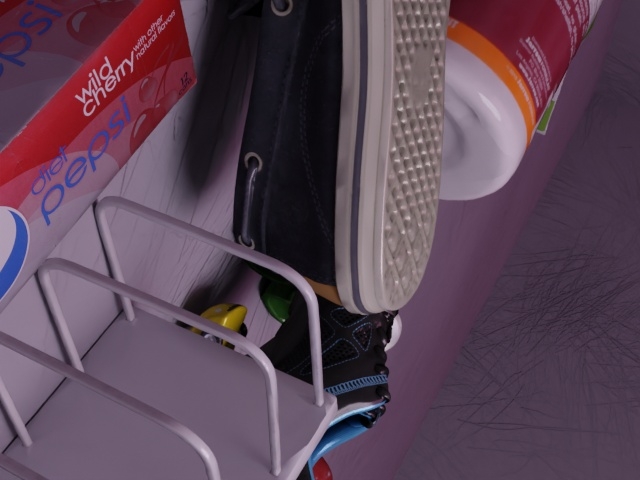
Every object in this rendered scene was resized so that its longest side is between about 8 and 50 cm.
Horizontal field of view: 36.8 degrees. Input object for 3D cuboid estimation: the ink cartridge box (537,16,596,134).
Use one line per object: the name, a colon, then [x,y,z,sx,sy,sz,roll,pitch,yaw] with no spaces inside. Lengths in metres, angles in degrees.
ink cartridge box: [0.258,-0.296,1.261,0.097,0.189,0.255,-49,158,-49]

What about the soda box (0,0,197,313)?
soda box: [-0.170,-0.035,0.459,0.263,0.092,0.083,-57,160,-28]

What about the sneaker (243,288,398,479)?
sneaker: [0.022,0.106,0.902,0.341,0.140,0.125,-52,157,-21]

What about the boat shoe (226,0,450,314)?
boat shoe: [0.012,-0.195,0.716,0.187,0.156,0.500,-19,116,-61]

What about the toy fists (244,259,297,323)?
toy fists: [0.000,0.000,1.024,0.142,0.096,0.279,-61,161,-19]

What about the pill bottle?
pill bottle: [0.165,-0.253,0.963,0.392,0.224,0.224,-59,162,-25]

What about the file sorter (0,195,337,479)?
file sorter: [-0.138,0.131,0.618,0.277,0.193,0.173,-54,156,-36]

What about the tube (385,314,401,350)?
tube: [0.042,0.075,1.202,0.070,0.062,0.240,-29,-164,-2]

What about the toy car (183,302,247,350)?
toy car: [-0.134,0.184,0.930,0.239,0.053,0.225,-60,163,-19]

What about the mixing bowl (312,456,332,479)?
mixing bowl: [-0.043,0.361,1.368,0.181,0.098,0.181,-57,161,-31]
